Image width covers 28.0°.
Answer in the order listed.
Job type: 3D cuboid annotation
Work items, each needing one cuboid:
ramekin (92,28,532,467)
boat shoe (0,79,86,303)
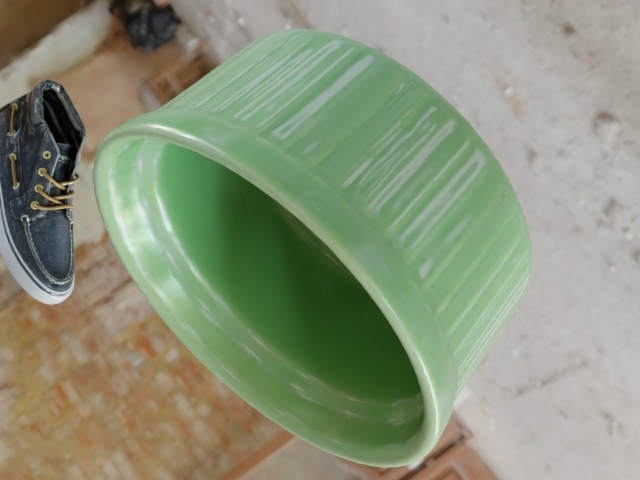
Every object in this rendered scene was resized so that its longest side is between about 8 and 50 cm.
[{"bbox_3d":[0.000,0.000,0.900,0.303,0.148,0.303,33,151,21],"label":"ramekin"},{"bbox_3d":[-0.233,-0.043,1.086,0.065,0.083,0.183,-1,-112,-51],"label":"boat shoe"}]
